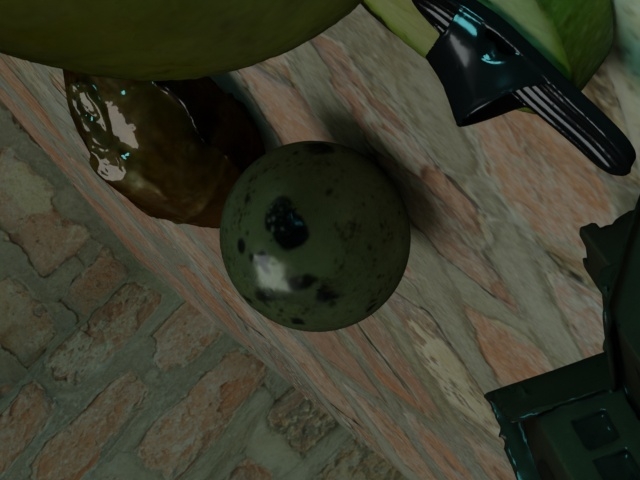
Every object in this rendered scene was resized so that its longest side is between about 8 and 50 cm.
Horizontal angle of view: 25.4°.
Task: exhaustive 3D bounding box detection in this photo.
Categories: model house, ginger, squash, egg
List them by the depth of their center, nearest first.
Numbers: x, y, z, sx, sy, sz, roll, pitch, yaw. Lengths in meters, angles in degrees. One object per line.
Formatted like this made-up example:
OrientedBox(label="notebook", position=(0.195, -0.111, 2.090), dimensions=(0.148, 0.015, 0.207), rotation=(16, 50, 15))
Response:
OrientedBox(label="squash", position=(0.061, -0.177, 0.821), dimensions=(0.252, 0.049, 0.252), rotation=(42, 171, 8))
OrientedBox(label="model house", position=(0.203, 0.077, 0.866), dimensions=(0.243, 0.204, 0.211), rotation=(-113, 6, -50))
OrientedBox(label="egg", position=(0.000, 0.000, 1.334), dimensions=(0.177, 0.177, 0.228), rotation=(40, -179, 19))
OrientedBox(label="ginger", position=(-0.172, -0.127, 1.517), dimensions=(0.165, 0.172, 0.321), rotation=(-13, 130, 28))

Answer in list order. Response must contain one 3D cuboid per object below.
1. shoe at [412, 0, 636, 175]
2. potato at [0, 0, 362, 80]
OrientedBox(label="shoe", position=(0.102, -0.079, 0.785), dimensions=(0.159, 0.053, 0.062), rotation=(39, 174, 4))
OrientedBox(label="potato", position=(-0.119, -0.166, 0.735), dimensions=(0.280, 0.213, 0.330), rotation=(39, 172, -39))
